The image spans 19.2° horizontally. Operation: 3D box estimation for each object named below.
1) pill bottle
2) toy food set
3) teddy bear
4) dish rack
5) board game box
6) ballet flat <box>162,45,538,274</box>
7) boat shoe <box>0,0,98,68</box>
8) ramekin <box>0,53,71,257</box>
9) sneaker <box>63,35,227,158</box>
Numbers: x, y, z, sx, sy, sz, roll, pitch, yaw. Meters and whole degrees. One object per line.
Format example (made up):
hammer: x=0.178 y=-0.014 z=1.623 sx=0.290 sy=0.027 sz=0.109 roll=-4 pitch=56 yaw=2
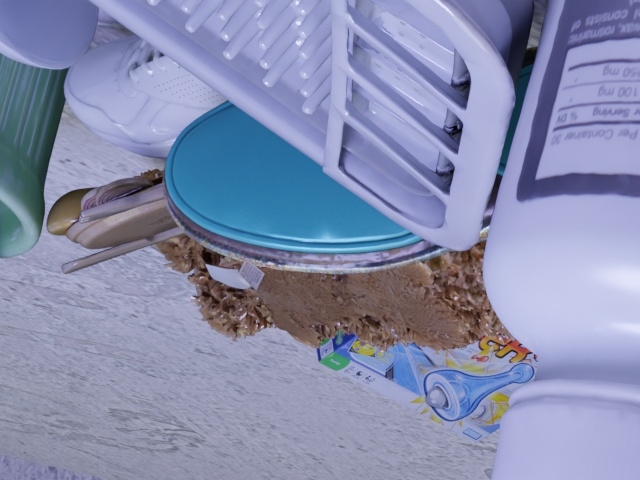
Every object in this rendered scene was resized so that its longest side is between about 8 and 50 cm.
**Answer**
pill bottle: x=0.162 y=-0.033 z=0.725 sx=0.176 sy=0.319 sz=0.176 roll=15 pitch=165 yaw=4
toy food set: x=-0.111 y=-0.029 z=1.208 sx=0.132 sy=0.039 sz=0.192 roll=-19 pitch=173 yaw=-15
teddy bear: x=0.000 y=0.000 z=1.370 sx=0.245 sy=0.113 sz=0.338 roll=44 pitch=151 yaw=-19
dish rack: x=-0.040 y=-0.144 z=0.853 sx=0.333 sy=0.072 sz=0.285 roll=35 pitch=167 yaw=10
board game box: x=0.112 y=0.090 z=1.562 sx=0.136 sy=0.035 sz=0.201 roll=-37 pitch=133 yaw=28
ballet flat: x=0.087 y=-0.045 z=1.023 sx=0.348 sy=0.123 sz=0.123 roll=-12 pitch=153 yaw=22
boat shoe: x=-0.220 y=-0.185 z=1.028 sx=0.084 sy=0.095 sz=0.258 roll=8 pitch=152 yaw=39
ramekin: x=-0.304 y=-0.112 z=1.215 sx=0.303 sy=0.148 sz=0.303 roll=15 pitch=163 yaw=4
sneaker: x=-0.064 y=-0.114 z=1.120 sx=0.232 sy=0.090 sz=0.115 roll=-3 pitch=149 yaw=28
